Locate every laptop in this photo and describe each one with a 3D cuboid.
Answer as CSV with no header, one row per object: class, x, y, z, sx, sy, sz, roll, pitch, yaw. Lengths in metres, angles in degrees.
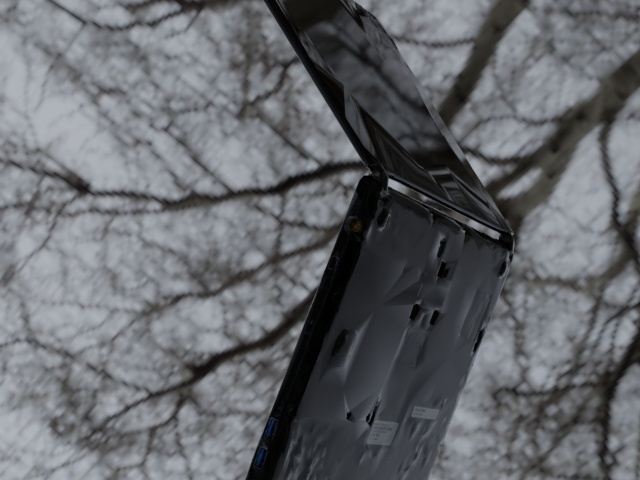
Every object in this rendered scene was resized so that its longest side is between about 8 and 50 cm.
laptop,0.000,0.000,0.818,0.137,0.264,0.234,21,-179,24
